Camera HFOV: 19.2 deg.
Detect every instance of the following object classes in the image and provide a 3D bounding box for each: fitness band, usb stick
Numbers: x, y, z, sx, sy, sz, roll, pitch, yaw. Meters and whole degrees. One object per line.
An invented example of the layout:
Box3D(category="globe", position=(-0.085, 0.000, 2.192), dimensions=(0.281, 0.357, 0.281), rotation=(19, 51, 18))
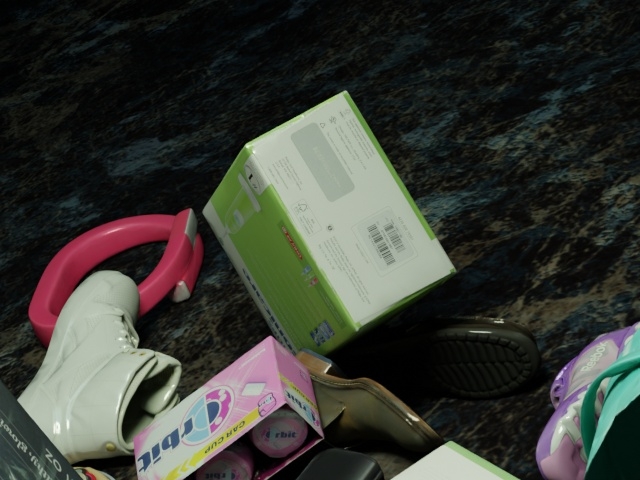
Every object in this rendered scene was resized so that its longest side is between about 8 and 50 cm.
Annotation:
Box3D(category="fitness band", position=(-0.250, 0.045, 2.339), dimensions=(0.209, 0.054, 0.291), rotation=(-19, 23, 14))
Box3D(category="usb stick", position=(-0.033, 0.278, 1.666), dimensions=(0.077, 0.045, 0.278), rotation=(5, 34, 31))

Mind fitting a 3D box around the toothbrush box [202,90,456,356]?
Box3D(category="toothbrush box", position=(0.000, 0.000, 1.890), dimensions=(0.122, 0.206, 0.283), rotation=(-29, -5, -18))

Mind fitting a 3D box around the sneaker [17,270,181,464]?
Box3D(category="sneaker", position=(-0.211, 0.136, 2.057), dimensions=(0.169, 0.108, 0.292), rotation=(-8, 37, 25))

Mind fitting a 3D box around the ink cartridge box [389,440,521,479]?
Box3D(category="ink cartridge box", position=(0.070, 0.268, 1.579), dimensions=(0.235, 0.056, 0.171), rotation=(-31, 27, -20))

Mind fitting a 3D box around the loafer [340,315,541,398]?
Box3D(category="loafer", position=(0.121, 0.102, 1.857), dimensions=(0.220, 0.080, 0.078), rotation=(-4, 30, 35))

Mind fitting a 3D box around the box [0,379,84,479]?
Box3D(category="box", position=(-0.349, 0.288, 1.279), dimensions=(0.297, 0.480, 0.472), rotation=(-27, 29, 14))

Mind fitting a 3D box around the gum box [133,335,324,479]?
Box3D(category="gum box", position=(-0.093, 0.190, 1.798), dimensions=(0.188, 0.062, 0.107), rotation=(-37, 31, 14))

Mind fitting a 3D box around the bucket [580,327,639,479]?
Box3D(category="bucket", position=(0.313, 0.167, 1.337), dimensions=(0.281, 0.281, 0.183), rotation=(-15, 16, 16))

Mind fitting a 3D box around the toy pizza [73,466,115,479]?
Box3D(category="toy pizza", position=(-0.295, 0.283, 1.892), dimensions=(0.201, 0.032, 0.201), rotation=(-18, 24, 8))

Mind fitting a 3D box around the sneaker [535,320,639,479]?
Box3D(category="sneaker", position=(0.243, 0.146, 1.663), dimensions=(0.104, 0.095, 0.236), rotation=(-10, 21, 40))

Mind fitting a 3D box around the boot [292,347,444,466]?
Box3D(category="boot", position=(0.023, 0.185, 1.810), dimensions=(0.106, 0.082, 0.219), rotation=(-52, 36, -12))
